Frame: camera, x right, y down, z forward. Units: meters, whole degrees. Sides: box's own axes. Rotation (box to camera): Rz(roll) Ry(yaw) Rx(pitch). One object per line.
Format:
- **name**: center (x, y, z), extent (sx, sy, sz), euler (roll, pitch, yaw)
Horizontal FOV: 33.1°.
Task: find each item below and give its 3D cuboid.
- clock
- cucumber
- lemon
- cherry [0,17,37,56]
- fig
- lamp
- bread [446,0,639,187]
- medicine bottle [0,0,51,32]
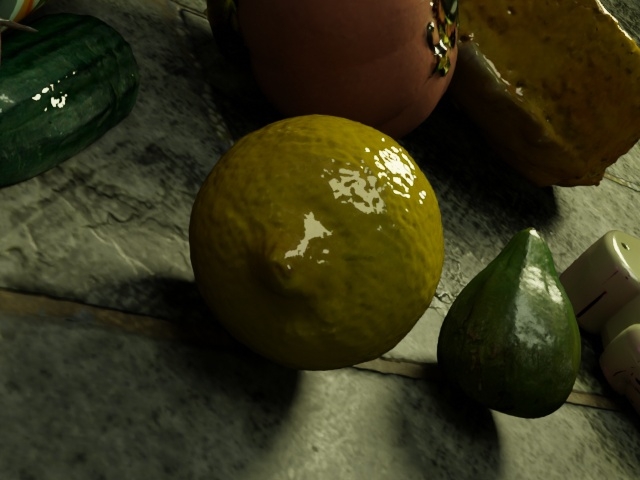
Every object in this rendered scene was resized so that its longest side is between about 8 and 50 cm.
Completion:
- **clock**: center (0.416, 0.144, 1.153), extent (0.284, 0.114, 0.309), euler (22, 36, -33)
- **cucumber**: center (-0.219, -0.109, 0.801), extent (0.115, 0.063, 0.244), euler (36, 31, -6)
- **lemon**: center (0.000, 0.000, 0.782), extent (0.187, 0.187, 0.244), euler (43, 12, 5)
- **cherry**: center (-0.305, -0.139, 0.574), extent (0.307, 0.221, 0.261), euler (-2, 69, -25)
- **fig**: center (0.169, 0.067, 0.913), extent (0.123, 0.156, 0.123), euler (22, -2, 1)
- **lamp**: center (0.013, -0.241, 1.068), extent (0.240, 0.305, 0.305), euler (-1, 24, 18)
- **bread**: center (0.239, -0.244, 1.321), extent (0.398, 0.215, 0.398), euler (45, 17, -18)
- **medicine bottle**: center (-0.263, -0.253, 0.845), extent (0.158, 0.158, 0.318), euler (36, 30, -8)
